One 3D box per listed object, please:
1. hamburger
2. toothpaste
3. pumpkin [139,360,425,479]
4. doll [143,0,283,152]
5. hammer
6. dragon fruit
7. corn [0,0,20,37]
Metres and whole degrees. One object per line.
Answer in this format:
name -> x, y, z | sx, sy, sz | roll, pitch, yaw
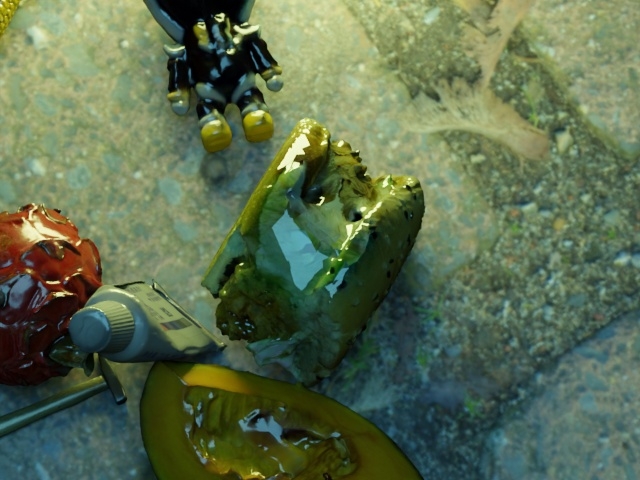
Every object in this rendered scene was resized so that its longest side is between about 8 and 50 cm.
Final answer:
hamburger -> 0.000, 0.000, 1.739 | 0.168, 0.192, 0.288 | 32, 62, -4
toothpaste -> -0.175, 0.078, 1.679 | 0.068, 0.282, 0.099 | -22, 85, 12
pumpkin -> -0.033, 0.238, 1.718 | 0.312, 0.169, 0.148 | 37, 111, 18
doll -> -0.121, -0.259, 1.880 | 0.145, 0.103, 0.316 | -17, 81, 18
hammer -> -0.301, 0.175, 1.772 | 0.199, 0.013, 0.062 | -22, 73, -10
dragon fruit -> -0.296, 0.059, 1.733 | 0.172, 0.172, 0.209 | -16, 43, -7
corn -> -0.385, -0.246, 1.873 | 0.097, 0.097, 0.261 | 19, 73, 5
